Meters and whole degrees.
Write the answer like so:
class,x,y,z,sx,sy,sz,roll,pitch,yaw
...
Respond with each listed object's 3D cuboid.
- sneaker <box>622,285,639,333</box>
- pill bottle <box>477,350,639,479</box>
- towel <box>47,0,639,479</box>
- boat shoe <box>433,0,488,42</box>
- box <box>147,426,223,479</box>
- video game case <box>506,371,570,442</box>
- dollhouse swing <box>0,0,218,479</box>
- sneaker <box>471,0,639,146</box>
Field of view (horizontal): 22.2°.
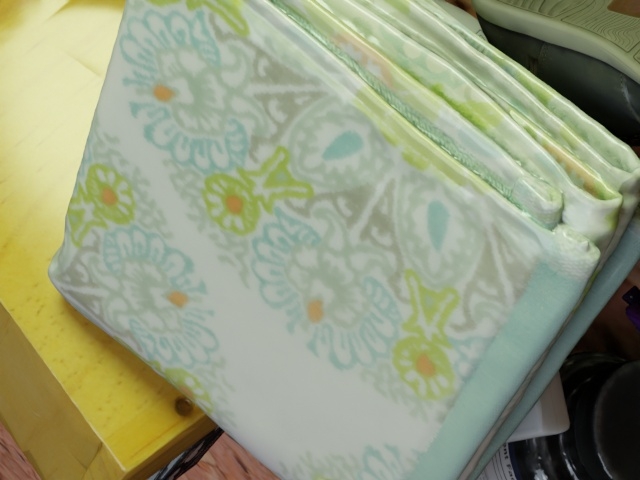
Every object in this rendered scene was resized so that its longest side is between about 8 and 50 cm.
class,x,y,z,sx,sy,sz,roll,pitch,yaw
sneaker,0.228,0.022,0.921,0.098,0.083,0.223,46,155,15
pill bottle,0.167,0.143,1.125,0.123,0.123,0.219,51,153,-6
towel,0.000,0.000,0.983,0.320,0.090,0.374,40,137,14
boat shoe,0.004,-0.139,1.038,0.226,0.076,0.083,25,145,38
box,-0.178,0.086,1.477,0.247,0.142,0.163,44,112,8
video game case,0.081,0.041,1.111,0.227,0.026,0.206,-27,71,63
dollhouse swing,-0.173,0.008,1.307,0.347,0.315,0.305,52,172,10
sneaker,0.183,-0.080,0.864,0.222,0.083,0.118,33,158,40
